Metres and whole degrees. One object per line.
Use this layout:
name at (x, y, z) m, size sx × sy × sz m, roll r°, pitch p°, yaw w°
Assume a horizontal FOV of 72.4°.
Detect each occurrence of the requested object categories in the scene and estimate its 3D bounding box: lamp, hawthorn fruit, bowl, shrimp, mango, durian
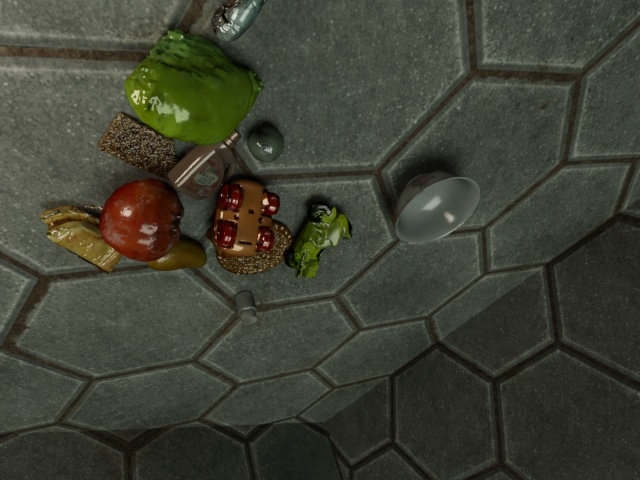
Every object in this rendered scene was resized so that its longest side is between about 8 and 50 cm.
lamp at (-0.157, -0.280, 1.272) m, size 0.105 × 0.105 × 0.105 m, roll -14°, pitch 142°, yaw -11°
hawthorn fruit at (-0.539, -0.066, 1.259) m, size 0.272 × 0.242 × 0.242 m, roll 6°, pitch 138°, yaw -2°
bowl at (0.412, -0.154, 1.663) m, size 0.346 × 0.157 × 0.345 m, roll -14°, pitch 142°, yaw -11°
shrimp at (-0.158, -0.545, 0.982) m, size 0.233 × 0.079 × 0.090 m, roll -43°, pitch 174°, yaw 21°
mango at (-0.493, 0.051, 1.512) m, size 0.227 × 0.099 × 0.136 m, roll 9°, pitch 128°, yaw -45°
durian at (-0.296, -0.339, 1.023) m, size 0.204 × 0.339 × 0.256 m, roll -26°, pitch 122°, yaw 38°

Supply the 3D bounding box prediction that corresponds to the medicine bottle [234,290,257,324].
medicine bottle at (-0.313, 0.287, 1.854) m, size 0.080 × 0.130 × 0.080 m, roll -14°, pitch 142°, yaw -11°

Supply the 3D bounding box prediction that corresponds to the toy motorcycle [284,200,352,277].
toy motorcycle at (0.000, -0.002, 1.665) m, size 0.206 × 0.142 × 0.342 m, roll 18°, pitch 126°, yaw -15°

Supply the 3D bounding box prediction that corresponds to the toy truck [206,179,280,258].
toy truck at (-0.271, -0.066, 1.435) m, size 0.189 × 0.239 × 0.264 m, roll 9°, pitch 91°, yaw -33°

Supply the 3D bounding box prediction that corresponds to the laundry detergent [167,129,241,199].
laundry detergent at (-0.312, -0.223, 1.289) m, size 0.237 × 0.076 × 0.171 m, roll -41°, pitch 155°, yaw 6°

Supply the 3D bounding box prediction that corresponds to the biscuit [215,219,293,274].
biscuit at (-0.246, 0.035, 1.659) m, size 0.305 × 0.038 × 0.305 m, roll -14°, pitch 142°, yaw -11°

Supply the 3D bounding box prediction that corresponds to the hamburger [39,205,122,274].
hamburger at (-0.705, -0.017, 1.318) m, size 0.131 × 0.124 × 0.262 m, roll -41°, pitch 147°, yaw -6°

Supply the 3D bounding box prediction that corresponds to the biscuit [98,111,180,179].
biscuit at (-0.473, -0.249, 1.215) m, size 0.131 × 0.026 × 0.237 m, roll -41°, pitch 138°, yaw 24°
